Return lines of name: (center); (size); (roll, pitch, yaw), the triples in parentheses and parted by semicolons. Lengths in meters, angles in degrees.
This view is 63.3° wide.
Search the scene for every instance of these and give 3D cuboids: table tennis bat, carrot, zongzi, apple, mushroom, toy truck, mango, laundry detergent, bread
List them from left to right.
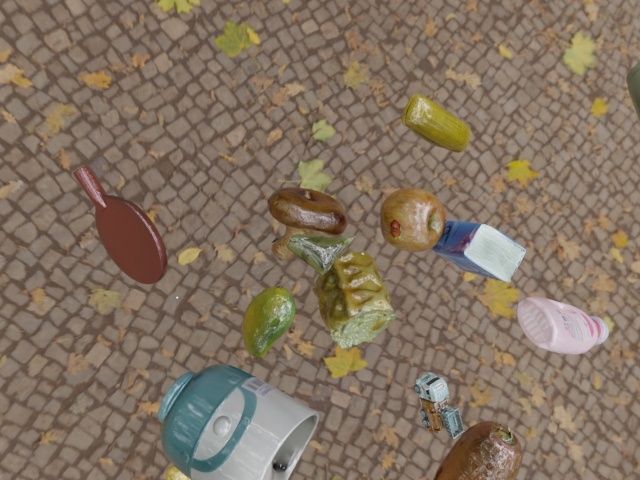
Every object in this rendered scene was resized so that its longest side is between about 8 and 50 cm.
table tennis bat: (-0.463, -0.032, 1.195); (0.310, 0.200, 0.038); (57, 40, -4)
mango: (-0.139, 0.199, 1.312); (0.122, 0.085, 0.191); (47, 104, 21)
mushroom: (-0.037, -0.064, 1.654); (0.267, 0.267, 0.255); (-20, 121, -17)
zongzi: (0.000, 0.000, 1.065); (0.104, 0.052, 0.113); (39, 68, 4)
bread: (0.102, 0.188, 1.660); (0.196, 0.252, 0.238); (22, 116, -38)
apple: (0.294, -0.066, 1.671); (0.211, 0.188, 0.211); (-9, 102, -46)
toy truck: (0.365, 0.506, 1.597); (0.080, 0.115, 0.178); (-22, 100, -29)
carrot: (0.111, 0.271, 0.482); (0.059, 0.059, 0.248); (21, 104, -12)
laundry detergent: (0.647, 0.226, 1.360); (0.335, 0.088, 0.159); (12, 46, -39)

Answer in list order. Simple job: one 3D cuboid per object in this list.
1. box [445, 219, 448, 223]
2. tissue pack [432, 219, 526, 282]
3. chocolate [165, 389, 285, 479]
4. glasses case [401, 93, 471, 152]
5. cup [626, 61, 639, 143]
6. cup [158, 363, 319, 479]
box: (0.449, -0.051, 1.972); (0.084, 0.122, 0.069); (28, 104, 23)
tissue pack: (0.540, 0.029, 1.805); (0.198, 0.263, 0.146); (31, 86, -13)
chocolate: (-0.264, 0.651, 1.635); (0.445, 0.162, 0.162); (-22, 90, -35)
glasses case: (0.268, -0.259, 1.182); (0.234, 0.064, 0.079); (14, 100, -44)
cup: (0.532, -0.208, 0.788); (0.120, 0.120, 0.141); (1, 59, -15)
cup: (-0.150, 0.382, 1.004); (0.257, 0.290, 0.219); (25, 69, 19)
